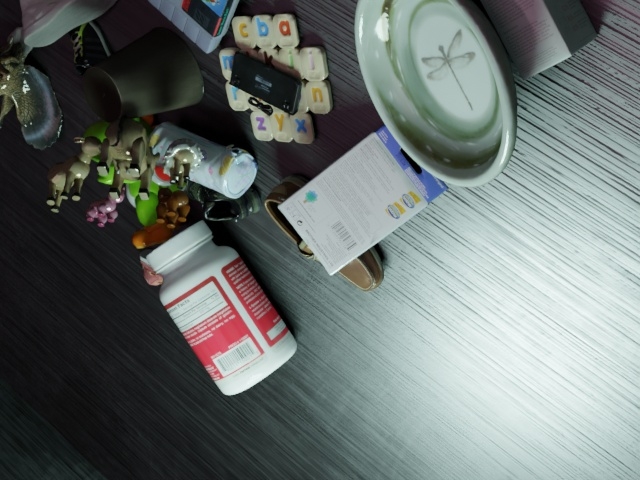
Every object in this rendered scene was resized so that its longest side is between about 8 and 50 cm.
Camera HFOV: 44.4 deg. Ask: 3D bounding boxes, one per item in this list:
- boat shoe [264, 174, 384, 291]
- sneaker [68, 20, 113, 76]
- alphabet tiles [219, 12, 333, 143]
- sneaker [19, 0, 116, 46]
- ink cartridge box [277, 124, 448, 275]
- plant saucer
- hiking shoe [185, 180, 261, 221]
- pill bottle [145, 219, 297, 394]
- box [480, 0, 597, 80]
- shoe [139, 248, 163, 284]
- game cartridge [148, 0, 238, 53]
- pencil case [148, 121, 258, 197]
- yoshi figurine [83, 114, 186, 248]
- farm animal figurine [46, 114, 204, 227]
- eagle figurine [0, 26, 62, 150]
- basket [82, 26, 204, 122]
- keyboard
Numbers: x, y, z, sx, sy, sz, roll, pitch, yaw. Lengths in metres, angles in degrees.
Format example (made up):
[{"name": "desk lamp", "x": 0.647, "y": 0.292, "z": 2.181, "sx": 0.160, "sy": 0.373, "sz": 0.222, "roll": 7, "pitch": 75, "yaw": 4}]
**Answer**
[{"name": "boat shoe", "x": 0.000, "y": 0.000, "z": 1.738, "sx": 0.324, "sy": 0.116, "sz": 0.123, "roll": 44, "pitch": 137, "yaw": 11}, {"name": "sneaker", "x": -0.577, "y": -0.463, "z": 1.952, "sx": 0.084, "sy": 0.097, "sz": 0.234, "roll": -33, "pitch": 92, "yaw": 46}, {"name": "alphabet tiles", "x": -0.097, "y": -0.344, "z": 1.679, "sx": 0.284, "sy": 0.021, "sz": 0.277, "roll": 9, "pitch": 121, "yaw": 36}, {"name": "sneaker", "x": -0.622, "y": -0.605, "z": 1.894, "sx": 0.293, "sy": 0.108, "sz": 0.169, "roll": -19, "pitch": 79, "yaw": 24}, {"name": "ink cartridge box", "x": 0.087, "y": -0.090, "z": 1.597, "sx": 0.311, "sy": 0.065, "sz": 0.185, "roll": -37, "pitch": 90, "yaw": 23}, {"name": "plant saucer", "x": 0.214, "y": -0.288, "z": 1.343, "sx": 0.400, "sy": 0.101, "sz": 0.400, "roll": 49, "pitch": 158, "yaw": 28}, {"name": "hiking shoe", "x": -0.257, "y": -0.102, "z": 1.894, "sx": 0.227, "sy": 0.114, "sz": 0.086, "roll": 15, "pitch": 123, "yaw": 33}, {"name": "pill bottle", "x": -0.257, "y": 0.164, "z": 1.976, "sx": 0.229, "sy": 0.229, "sz": 0.407, "roll": -30, "pitch": 94, "yaw": 46}, {"name": "box", "x": 0.338, "y": -0.359, "z": 1.227, "sx": 0.091, "sy": 0.130, "sz": 0.170, "roll": -24, "pitch": 98, "yaw": 44}, {"name": "shoe", "x": -0.440, "y": 0.093, "z": 2.208, "sx": 0.178, "sy": 0.063, "sz": 0.081, "roll": 25, "pitch": 131, "yaw": 33}, {"name": "game cartridge", "x": -0.254, "y": -0.565, "z": 1.590, "sx": 0.230, "sy": 0.068, "sz": 0.355, "roll": 46, "pitch": 146, "yaw": 5}, {"name": "pencil case", "x": -0.284, "y": -0.194, "z": 1.858, "sx": 0.273, "sy": 0.113, "sz": 0.124, "roll": 22, "pitch": 149, "yaw": 30}, {"name": "yoshi figurine", "x": -0.491, "y": -0.167, "z": 1.999, "sx": 0.204, "sy": 0.203, "sz": 0.362, "roll": 4, "pitch": 114, "yaw": 47}, {"name": "farm animal figurine", "x": -0.446, "y": -0.170, "z": 1.774, "sx": 0.331, "sy": 0.172, "sz": 0.326, "roll": 10, "pitch": 151, "yaw": -14}, {"name": "eagle figurine", "x": -0.860, "y": -0.422, "z": 2.185, "sx": 0.298, "sy": 0.225, "sz": 0.226, "roll": 70, "pitch": -173, "yaw": -58}, {"name": "basket", "x": -0.412, "y": -0.364, "z": 1.782, "sx": 0.154, "sy": 0.227, "sz": 0.204, "roll": -34, "pitch": 91, "yaw": 46}, {"name": "keyboard", "x": -0.120, "y": -0.326, "z": 1.679, "sx": 0.180, "sy": 0.023, "sz": 0.108, "roll": 30, "pitch": 125, "yaw": 23}]
